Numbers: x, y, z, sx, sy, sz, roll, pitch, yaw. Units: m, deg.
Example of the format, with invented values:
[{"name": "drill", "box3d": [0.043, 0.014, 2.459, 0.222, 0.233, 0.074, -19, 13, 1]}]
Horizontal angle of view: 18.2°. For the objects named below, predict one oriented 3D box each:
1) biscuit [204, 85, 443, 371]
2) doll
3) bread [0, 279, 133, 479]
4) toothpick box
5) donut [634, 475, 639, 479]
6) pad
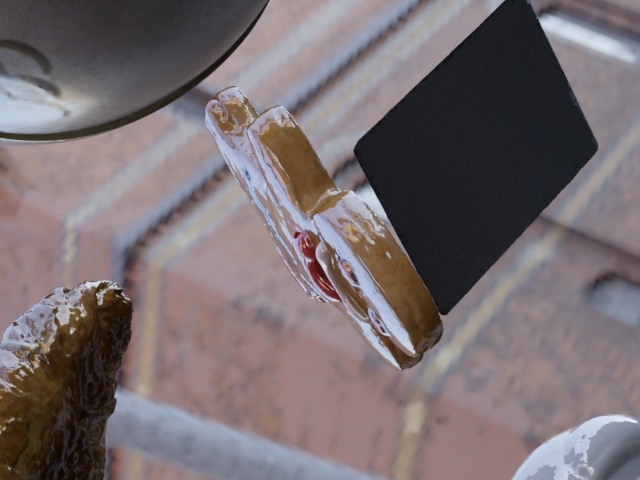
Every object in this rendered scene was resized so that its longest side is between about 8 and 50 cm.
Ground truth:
[{"name": "biscuit", "box3d": [-0.001, 0.000, 1.066, 0.036, 0.250, 0.165, -34, -66, -8]}, {"name": "doll", "box3d": [0.253, 0.245, 1.501, 0.251, 0.221, 0.221, -5, -61, -46]}, {"name": "bread", "box3d": [-0.155, 0.123, 0.952, 0.105, 0.076, 0.233, 52, -126, -57]}, {"name": "toothpick box", "box3d": [-0.242, -0.285, 1.657, 0.425, 0.409, 0.409, -25, 24, 55]}, {"name": "donut", "box3d": [0.269, 0.173, 1.007, 0.360, 0.170, 0.360, -25, -45, -27]}, {"name": "pad", "box3d": [0.112, -0.064, 1.382, 0.211, 0.003, 0.143, -44, -65, -35]}]
